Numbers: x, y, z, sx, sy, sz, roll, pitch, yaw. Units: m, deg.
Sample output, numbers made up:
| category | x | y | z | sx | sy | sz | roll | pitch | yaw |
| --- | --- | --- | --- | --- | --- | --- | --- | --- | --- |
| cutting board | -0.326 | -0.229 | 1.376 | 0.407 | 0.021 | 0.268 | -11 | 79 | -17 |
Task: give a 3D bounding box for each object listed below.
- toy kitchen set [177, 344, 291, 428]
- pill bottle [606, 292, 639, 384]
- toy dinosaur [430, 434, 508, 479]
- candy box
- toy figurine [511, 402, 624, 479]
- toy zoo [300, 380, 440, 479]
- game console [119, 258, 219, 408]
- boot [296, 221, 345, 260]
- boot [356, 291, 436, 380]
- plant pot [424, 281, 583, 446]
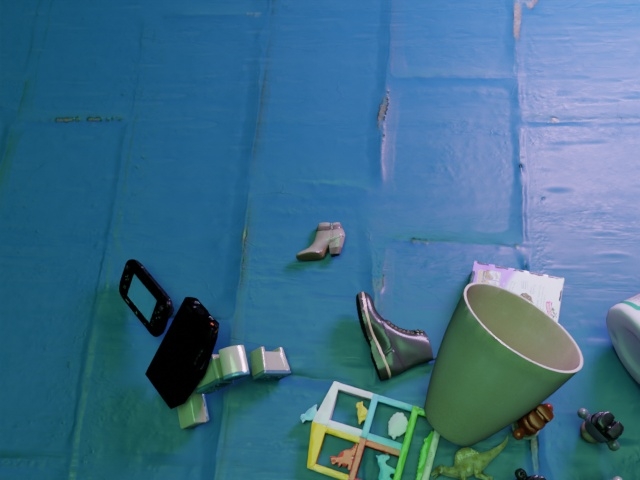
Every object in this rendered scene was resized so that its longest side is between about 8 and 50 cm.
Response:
| category | x | y | z | sx | sy | sz | roll | pitch | yaw |
| --- | --- | --- | --- | --- | --- | --- | --- | --- | --- |
| toy kitchen set | -0.192 | 0.323 | 1.544 | 0.207 | 0.166 | 0.122 | -31 | 62 | 34 |
| pill bottle | 0.791 | 0.151 | 1.414 | 0.361 | 0.204 | 0.204 | -24 | 68 | -2 |
| toy dinosaur | 0.319 | 0.464 | 1.431 | 0.183 | 0.053 | 0.092 | -22 | 67 | -2 |
| candy box | 0.417 | 0.148 | 1.532 | 0.197 | 0.070 | 0.164 | 11 | 70 | 12 |
| toy figurine | 0.483 | 0.431 | 1.382 | 0.210 | 0.148 | 0.212 | 3 | 67 | 2 |
| toy zoo | 0.096 | 0.420 | 1.487 | 0.294 | 0.030 | 0.192 | 14 | 71 | 12 |
| game console | -0.362 | 0.186 | 1.570 | 0.361 | 0.044 | 0.213 | 41 | 109 | 36 |
| boot | 0.000 | 0.000 | 1.660 | 0.119 | 0.042 | 0.086 | -5 | 62 | 4 |
| boot | 0.165 | 0.195 | 1.551 | 0.137 | 0.077 | 0.197 | -17 | 81 | -5 |
| plant pot | 0.328 | 0.267 | 1.392 | 0.257 | 0.256 | 0.274 | 37 | 117 | 18 |
